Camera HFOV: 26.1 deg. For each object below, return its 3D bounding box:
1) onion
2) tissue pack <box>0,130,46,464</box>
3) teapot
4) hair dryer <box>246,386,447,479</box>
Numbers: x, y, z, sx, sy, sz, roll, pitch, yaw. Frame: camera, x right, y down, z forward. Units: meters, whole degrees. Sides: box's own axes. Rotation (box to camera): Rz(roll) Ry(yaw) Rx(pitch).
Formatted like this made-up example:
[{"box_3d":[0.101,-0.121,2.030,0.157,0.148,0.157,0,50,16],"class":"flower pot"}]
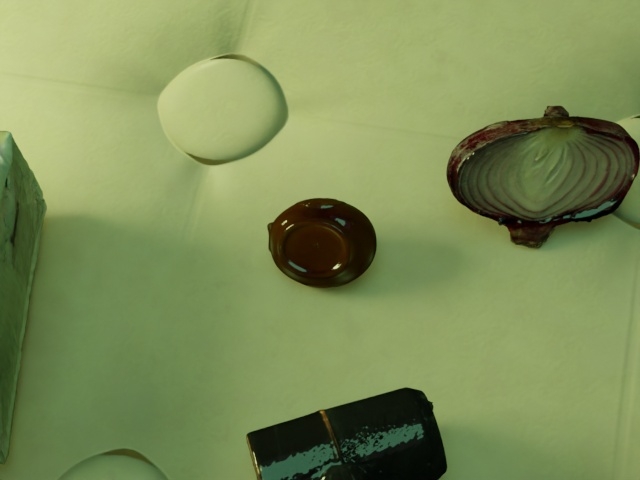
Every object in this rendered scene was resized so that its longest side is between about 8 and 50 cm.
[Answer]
[{"box_3d":[0.236,-0.078,1.506,0.205,0.151,0.098,2,29,-7],"class":"onion"},{"box_3d":[-0.513,0.059,1.427,0.404,0.205,0.332,1,64,4],"class":"tissue pack"},{"box_3d":[0.000,0.000,1.499,0.129,0.078,0.098,-1,103,18],"class":"teapot"},{"box_3d":[0.056,0.267,1.258,0.189,0.107,0.352,-16,28,-6],"class":"hair dryer"}]
